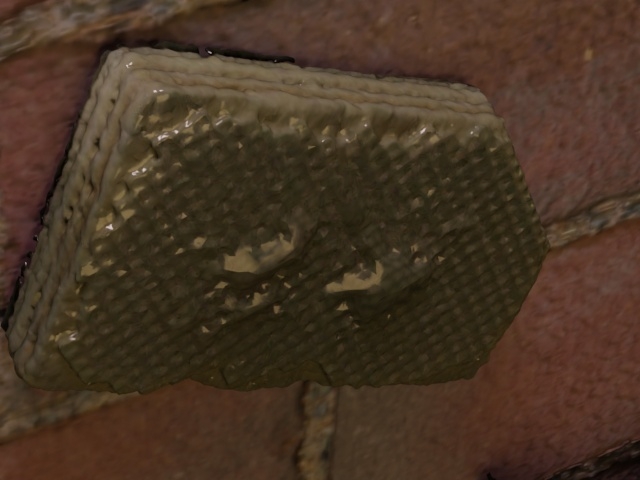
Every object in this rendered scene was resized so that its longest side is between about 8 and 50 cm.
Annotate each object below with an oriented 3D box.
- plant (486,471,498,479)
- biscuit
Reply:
[{"bbox_3d":[0.196,0.252,1.066,0.312,0.213,0.215,15,120,-33],"label":"plant"},{"bbox_3d":[0.000,0.000,0.802,0.252,0.052,0.150,3,125,-39],"label":"biscuit"}]
